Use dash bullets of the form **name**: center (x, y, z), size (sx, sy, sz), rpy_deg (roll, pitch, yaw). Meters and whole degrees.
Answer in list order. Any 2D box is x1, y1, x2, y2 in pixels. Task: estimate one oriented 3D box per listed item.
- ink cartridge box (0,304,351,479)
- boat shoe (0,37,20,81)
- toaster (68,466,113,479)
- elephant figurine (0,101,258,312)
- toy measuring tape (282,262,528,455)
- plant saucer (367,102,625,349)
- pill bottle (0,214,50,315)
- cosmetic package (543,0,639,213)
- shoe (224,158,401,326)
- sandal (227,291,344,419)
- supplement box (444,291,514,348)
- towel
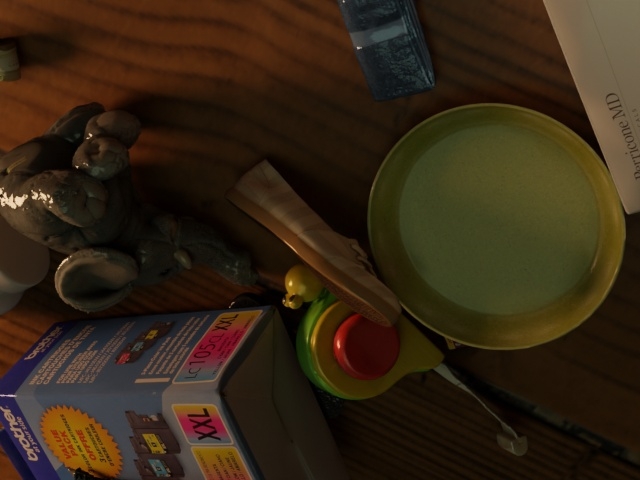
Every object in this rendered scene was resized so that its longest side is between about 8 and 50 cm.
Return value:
- **ink cartridge box**: center (-0.196, 0.234, 1.111), size (0.396, 0.151, 0.270), rpy_deg (-6, 119, 31)
- **boat shoe**: center (-0.368, -0.172, 0.974), size (0.135, 0.050, 0.045), rpy_deg (-5, 116, 19)
- **toaster**: center (-0.190, 0.342, 1.012), size (0.186, 0.110, 0.168), rpy_deg (-3, 121, 29)
- **elephant figurine**: center (-0.211, -0.007, 0.986), size (0.186, 0.169, 0.239), rpy_deg (20, 149, 39)
- **toy measuring tape**: center (0.077, 0.150, 1.012), size (0.330, 0.121, 0.121), rpy_deg (44, 123, -13)
- **plant saucer**: center (0.164, -0.014, 0.903), size (0.241, 0.037, 0.241), rpy_deg (7, 110, 20)
- **pill bottle**: center (-0.412, 0.044, 1.088), size (0.208, 0.117, 0.117), rpy_deg (-23, 114, 28)
- **cosmetic package**: center (0.307, -0.229, 0.710), size (0.284, 0.097, 0.377), rpy_deg (-18, 116, 24)
- **shoe**: center (0.000, 0.000, 0.934), size (0.219, 0.058, 0.076), rpy_deg (39, 172, 17)
- **sandal**: center (-0.031, 0.126, 1.084), size (0.067, 0.040, 0.179), rpy_deg (-37, 96, 28)
- **supplement box**: center (0.165, 0.073, 0.984), size (0.083, 0.043, 0.055), rpy_deg (-15, 116, 24)
- **towel**: center (0.059, -0.183, 0.855), size (0.067, 0.029, 0.119), rpy_deg (-10, 119, 23)
